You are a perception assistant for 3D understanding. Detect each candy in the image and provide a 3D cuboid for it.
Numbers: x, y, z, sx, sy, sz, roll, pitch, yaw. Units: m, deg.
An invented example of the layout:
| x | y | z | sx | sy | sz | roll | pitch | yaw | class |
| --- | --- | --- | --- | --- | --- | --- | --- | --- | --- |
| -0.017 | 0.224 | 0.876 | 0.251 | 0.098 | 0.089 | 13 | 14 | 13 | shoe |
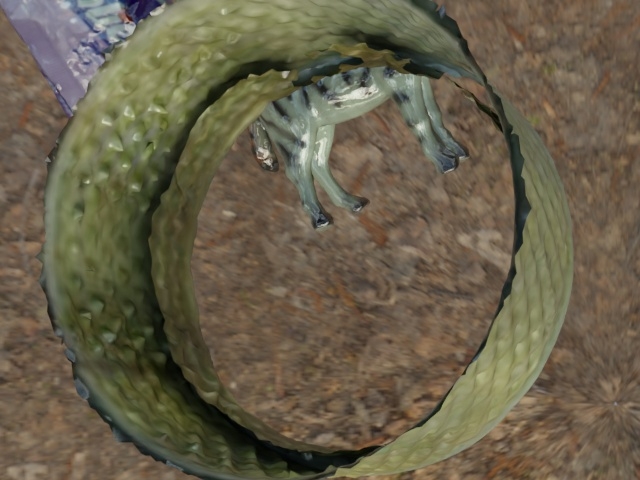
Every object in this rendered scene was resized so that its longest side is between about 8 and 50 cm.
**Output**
| x | y | z | sx | sy | sz | roll | pitch | yaw | class |
| --- | --- | --- | --- | --- | --- | --- | --- | --- | --- |
| -0.166 | -0.161 | 0.898 | 0.145 | 0.070 | 0.275 | -15 | 115 | 31 | candy |

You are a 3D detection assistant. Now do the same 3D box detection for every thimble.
| x | y | z | sx | sy | sz | roll | pitch | yaw | class |
| --- | --- | --- | --- | --- | --- | --- | --- | --- | --- |
| 0.000 | 0.000 | 0.710 | 0.270 | 0.150 | 0.271 | -4 | 79 | 23 | thimble |

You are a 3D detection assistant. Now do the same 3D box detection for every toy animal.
| x | y | z | sx | sy | sz | roll | pitch | yaw | class |
| --- | --- | --- | --- | --- | --- | --- | --- | --- | --- |
| 0.055 | -0.120 | 1.043 | 0.255 | 0.090 | 0.170 | -45 | 82 | 19 | toy animal |
